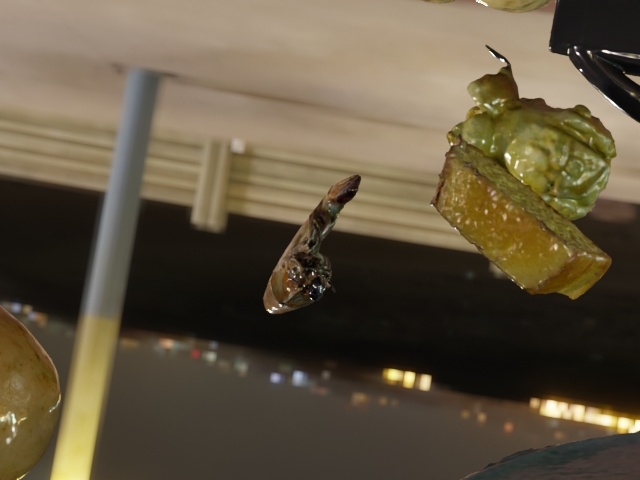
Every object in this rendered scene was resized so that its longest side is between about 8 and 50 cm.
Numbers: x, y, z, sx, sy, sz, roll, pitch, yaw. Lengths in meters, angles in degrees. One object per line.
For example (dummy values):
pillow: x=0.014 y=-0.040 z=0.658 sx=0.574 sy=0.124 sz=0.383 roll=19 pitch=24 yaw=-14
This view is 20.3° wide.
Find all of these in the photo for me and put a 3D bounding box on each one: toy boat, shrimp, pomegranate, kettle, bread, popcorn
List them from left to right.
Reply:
pomegranate: x=-0.323 y=0.141 z=1.544 sx=0.196 sy=0.196 sz=0.196 roll=9 pitch=176 yaw=1
shrimp: x=0.000 y=0.000 z=1.823 sx=0.058 sy=0.169 sz=0.296 roll=29 pitch=174 yaw=-7
bread: x=0.168 y=-0.020 z=1.594 sx=0.187 sy=0.065 sz=0.103 roll=43 pitch=-159 yaw=17
popcorn: x=0.248 y=-0.112 z=2.094 sx=0.195 sy=0.173 sz=0.168 roll=25 pitch=-160 yaw=8
toy boat: x=0.265 y=0.279 z=1.742 sx=0.330 sy=0.123 sz=0.215 roll=-14 pitch=-169 yaw=-36
kettle: x=0.365 y=-0.216 z=1.660 sx=0.290 sy=0.268 sz=0.207 roll=15 pitch=173 yaw=8

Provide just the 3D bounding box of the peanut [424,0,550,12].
peanut: x=0.191 y=-0.385 z=2.422 sx=0.305 sy=0.147 sz=0.147 roll=12 pitch=179 yaw=37
